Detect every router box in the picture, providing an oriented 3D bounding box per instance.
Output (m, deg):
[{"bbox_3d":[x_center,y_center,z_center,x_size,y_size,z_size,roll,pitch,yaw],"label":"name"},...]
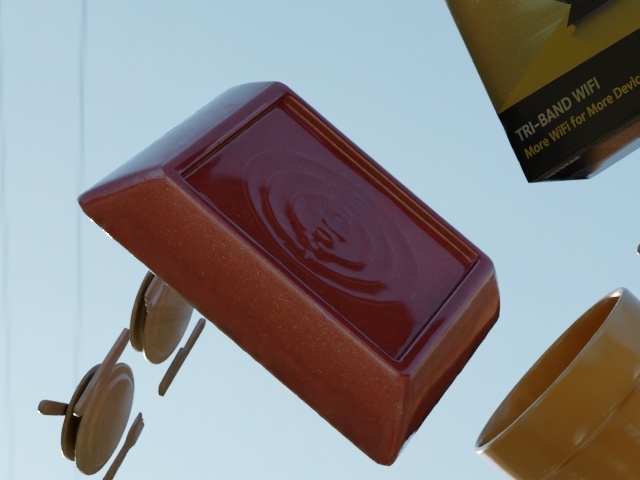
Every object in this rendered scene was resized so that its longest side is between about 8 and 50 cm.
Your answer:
[{"bbox_3d":[0.217,-0.214,1.288,0.081,0.243,0.309,-5,-24,-49],"label":"router box"}]

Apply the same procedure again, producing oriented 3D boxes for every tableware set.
[{"bbox_3d":[-0.147,0.087,1.467,0.039,0.194,0.128,18,-37,16],"label":"tableware set"}]

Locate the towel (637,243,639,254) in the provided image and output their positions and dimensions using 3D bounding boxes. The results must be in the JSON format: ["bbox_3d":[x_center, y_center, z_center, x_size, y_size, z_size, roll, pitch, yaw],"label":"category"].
[{"bbox_3d":[0.357,-0.003,1.297,0.282,0.049,0.187,-1,-11,-43],"label":"towel"}]

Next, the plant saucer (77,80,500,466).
[{"bbox_3d":[0.000,0.000,1.317,0.259,0.258,0.048,40,-60,3],"label":"plant saucer"}]

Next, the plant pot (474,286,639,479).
[{"bbox_3d":[0.277,0.180,1.802,0.188,0.205,0.205,43,-54,0],"label":"plant pot"}]
